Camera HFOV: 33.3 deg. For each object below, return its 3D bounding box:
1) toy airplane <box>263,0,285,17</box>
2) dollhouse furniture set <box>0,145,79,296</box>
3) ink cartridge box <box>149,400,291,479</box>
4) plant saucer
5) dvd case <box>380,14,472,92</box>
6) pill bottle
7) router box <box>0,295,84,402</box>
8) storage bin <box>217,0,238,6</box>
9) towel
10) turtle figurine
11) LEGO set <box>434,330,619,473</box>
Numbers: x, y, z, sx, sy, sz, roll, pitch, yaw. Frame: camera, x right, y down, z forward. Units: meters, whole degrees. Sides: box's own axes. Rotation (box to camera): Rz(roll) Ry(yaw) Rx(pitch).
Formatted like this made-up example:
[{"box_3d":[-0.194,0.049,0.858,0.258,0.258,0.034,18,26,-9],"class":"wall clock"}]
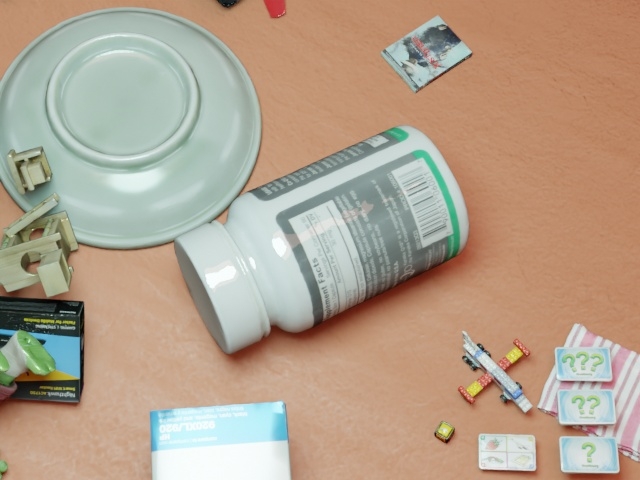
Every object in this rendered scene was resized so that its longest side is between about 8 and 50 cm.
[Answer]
[{"box_3d":[-0.058,-0.425,1.705,0.151,0.028,0.151,1,67,-2],"class":"toy airplane"},{"box_3d":[-0.395,-0.021,1.391,0.101,0.182,0.160,-17,109,-3],"class":"dollhouse furniture set"},{"box_3d":[-0.120,0.335,1.315,0.168,0.171,0.232,-3,68,-7],"class":"ink cartridge box"},{"box_3d":[-0.284,-0.187,1.550,0.401,0.100,0.400,2,68,-4],"class":"plant saucer"},{"box_3d":[0.167,-0.294,1.684,0.119,0.013,0.087,-34,75,-16],"class":"dvd case"},{"box_3d":[0.000,0.000,1.445,0.361,0.204,0.204,-24,72,-14],"class":"pill bottle"},{"box_3d":[-0.399,0.140,1.393,0.179,0.133,0.046,4,24,-4],"class":"router box"},{"box_3d":[-0.121,-0.464,1.642,0.180,0.122,0.084,-43,65,-6],"class":"storage bin"},{"box_3d":[0.418,0.216,1.494,0.197,0.029,0.144,27,67,6],"class":"towel"},{"box_3d":[-0.439,0.247,1.292,0.266,0.198,0.274,-46,33,13],"class":"turtle figurine"},{"box_3d":[0.277,0.219,1.450,0.244,0.060,0.182,0,64,7],"class":"LEGO set"}]
